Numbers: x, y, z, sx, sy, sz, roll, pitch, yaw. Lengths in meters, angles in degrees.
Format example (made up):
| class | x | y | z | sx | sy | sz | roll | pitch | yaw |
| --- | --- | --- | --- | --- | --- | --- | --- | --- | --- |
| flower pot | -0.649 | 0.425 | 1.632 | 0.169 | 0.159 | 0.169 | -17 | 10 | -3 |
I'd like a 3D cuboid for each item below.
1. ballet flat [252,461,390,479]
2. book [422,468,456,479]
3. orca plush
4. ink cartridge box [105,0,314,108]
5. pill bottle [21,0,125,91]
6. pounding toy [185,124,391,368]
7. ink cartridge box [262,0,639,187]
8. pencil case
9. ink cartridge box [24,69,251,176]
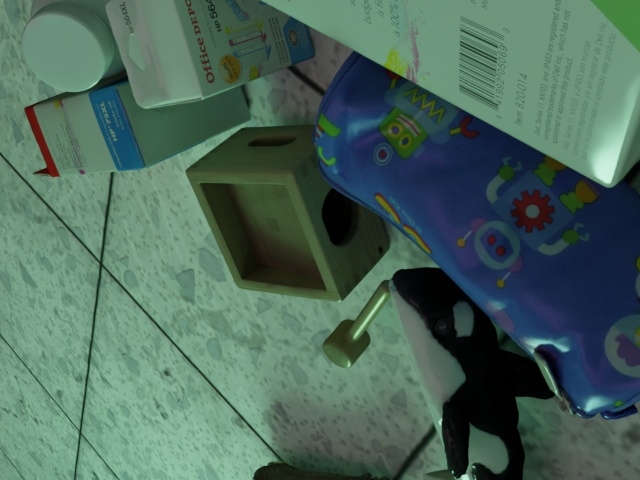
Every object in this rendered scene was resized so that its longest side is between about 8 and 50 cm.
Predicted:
| class | x | y | z | sx | sy | sz | roll | pitch | yaw |
| --- | --- | --- | --- | --- | --- | --- | --- | --- | --- |
| ballet flat | 0.006 | 0.284 | 0.918 | 0.084 | 0.058 | 0.249 | 37 | 155 | -25 |
| book | 0.141 | 0.293 | 0.737 | 0.096 | 0.035 | 0.144 | -4 | 86 | 51 |
| orca plush | 0.144 | 0.143 | 0.629 | 0.102 | 0.151 | 0.287 | -18 | 94 | 7 |
| ink cartridge box | -0.093 | -0.168 | 0.652 | 0.089 | 0.143 | 0.092 | 3 | 117 | 46 |
| pill bottle | -0.195 | -0.200 | 0.706 | 0.094 | 0.169 | 0.094 | 5 | 128 | 6 |
| pounding toy | 0.009 | 0.005 | 0.705 | 0.181 | 0.094 | 0.206 | 4 | 126 | 40 |
| ink cartridge box | 0.054 | -0.206 | 0.444 | 0.353 | 0.119 | 0.207 | 35 | 157 | 26 |
| pencil case | 0.123 | -0.013 | 0.534 | 0.306 | 0.133 | 0.119 | 45 | 177 | 18 |
| ink cartridge box | -0.196 | -0.124 | 0.798 | 0.231 | 0.134 | 0.078 | 2 | 116 | 46 |
